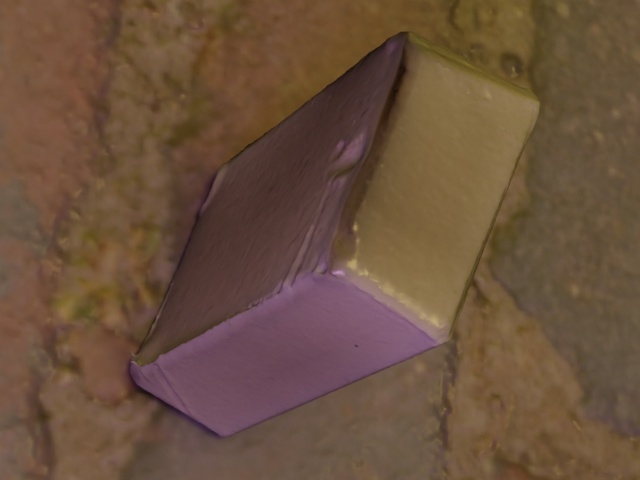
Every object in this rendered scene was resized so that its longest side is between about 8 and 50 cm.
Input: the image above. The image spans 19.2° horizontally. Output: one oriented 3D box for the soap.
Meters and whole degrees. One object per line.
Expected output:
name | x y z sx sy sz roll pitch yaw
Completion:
soap | 0.000 0.000 0.763 0.064 0.183 0.121 32 60 -18
